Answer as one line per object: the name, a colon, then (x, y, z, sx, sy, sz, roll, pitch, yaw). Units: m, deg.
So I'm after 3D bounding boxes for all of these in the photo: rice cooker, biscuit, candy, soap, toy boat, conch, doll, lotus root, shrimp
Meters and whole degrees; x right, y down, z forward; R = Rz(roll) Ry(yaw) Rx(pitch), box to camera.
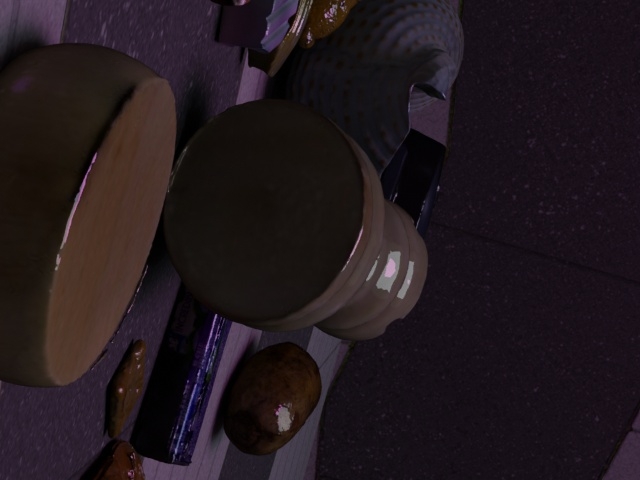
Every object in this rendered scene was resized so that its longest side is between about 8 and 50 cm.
rice cooker: (0.051, -0.056, 2.410, 0.267, 0.224, 0.267, 17, 90, -85)
biscuit: (-0.206, 0.158, 1.759, 0.081, 0.018, 0.083, -66, 170, -48)
candy: (-0.144, 0.110, 1.948, 0.088, 0.061, 0.312, 51, 55, -76)
soap: (-0.062, -0.256, 1.768, 0.149, 0.056, 0.100, -57, 160, -68)
toy boat: (-0.038, -0.271, 1.876, 0.172, 0.065, 0.066, -69, 166, 3)
conch: (0.056, -0.207, 2.150, 0.319, 0.215, 0.303, -57, 173, -81)
doll: (0.010, -0.342, 1.994, 0.137, 0.097, 0.209, -52, 153, -56)
lotus root: (-0.070, 0.237, 2.530, 0.145, 0.128, 0.260, -62, 173, 25)
shrimp: (-0.227, 0.288, 1.762, 0.294, 0.062, 0.154, 73, 22, -82)

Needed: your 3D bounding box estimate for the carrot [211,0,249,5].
carrot: (-0.078, -0.296, 1.597, 0.048, 0.048, 0.139, -61, 165, -58)

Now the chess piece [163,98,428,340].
chess piece: (0.000, 0.000, 1.873, 0.442, 0.234, 0.234, 29, 78, -72)

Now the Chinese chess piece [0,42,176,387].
Chinese chess piece: (-0.189, -0.019, 1.189, 0.251, 0.097, 0.250, 17, 90, -82)
